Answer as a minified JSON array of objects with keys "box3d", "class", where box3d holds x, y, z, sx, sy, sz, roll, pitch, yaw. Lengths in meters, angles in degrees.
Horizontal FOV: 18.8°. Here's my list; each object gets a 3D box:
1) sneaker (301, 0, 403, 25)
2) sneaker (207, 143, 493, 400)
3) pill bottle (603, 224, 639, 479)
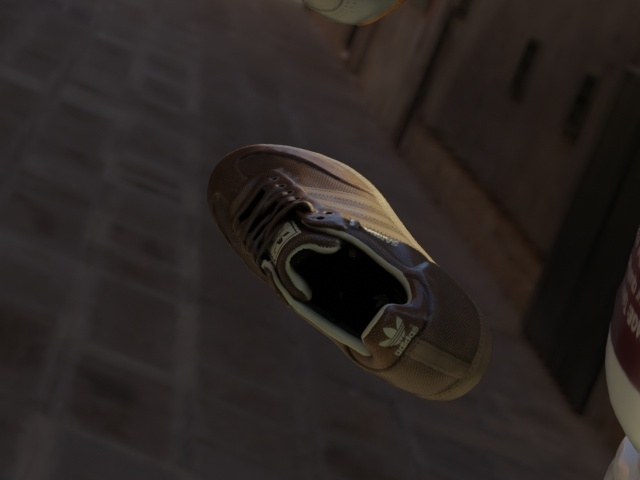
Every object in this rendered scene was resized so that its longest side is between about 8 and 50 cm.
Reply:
[{"box3d":[-0.069,-0.158,0.577,0.262,0.121,0.099,54,-22,-23],"class":"sneaker"},{"box3d":[0.000,0.000,0.858,0.188,0.066,0.071,37,5,41],"class":"sneaker"},{"box3d":[0.234,-0.006,0.711,0.224,0.392,0.224,11,24,-5],"class":"pill bottle"}]
